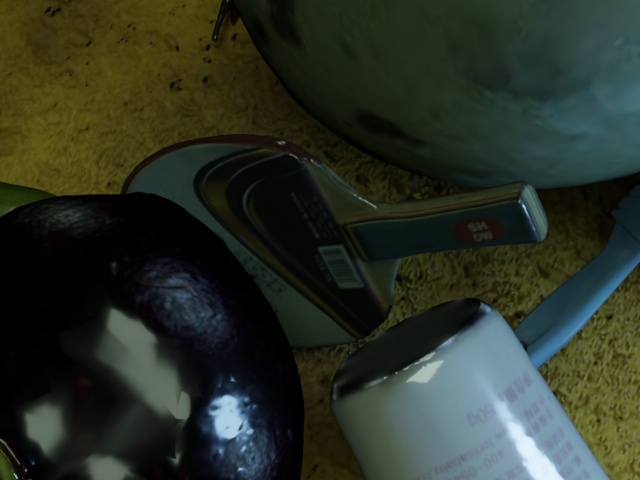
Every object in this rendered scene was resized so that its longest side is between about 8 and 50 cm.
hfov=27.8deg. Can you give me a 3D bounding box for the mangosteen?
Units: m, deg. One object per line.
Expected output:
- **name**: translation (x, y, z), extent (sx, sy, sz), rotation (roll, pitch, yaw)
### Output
- **mangosteen**: translation (-0.152, 0.116, 0.780), extent (0.287, 0.233, 0.288), rotation (1, 76, -4)

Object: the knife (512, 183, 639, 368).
- **knife**: translation (0.208, -0.011, 0.842), extent (0.313, 0.019, 0.044), rotation (-49, 48, 16)

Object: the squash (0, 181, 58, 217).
- **squash**: translation (-0.255, -0.024, 0.919), extent (0.183, 0.052, 0.052), rotation (13, 73, 10)

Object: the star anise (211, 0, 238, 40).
- **star anise**: translation (-0.050, -0.244, 0.983), extent (0.158, 0.144, 0.140), rotation (31, 31, 5)

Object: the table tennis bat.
- **table tennis bat**: translation (0.000, 0.000, 0.806), extent (0.301, 0.173, 0.022), rotation (-6, 36, 35)

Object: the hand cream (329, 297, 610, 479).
- **hand cream**: translation (0.137, 0.210, 0.791), extent (0.185, 0.118, 0.359), rotation (-29, 91, -9)

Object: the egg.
- **egg**: translation (0.125, -0.201, 0.773), extent (0.345, 0.428, 0.345), rotation (-4, 97, -33)
